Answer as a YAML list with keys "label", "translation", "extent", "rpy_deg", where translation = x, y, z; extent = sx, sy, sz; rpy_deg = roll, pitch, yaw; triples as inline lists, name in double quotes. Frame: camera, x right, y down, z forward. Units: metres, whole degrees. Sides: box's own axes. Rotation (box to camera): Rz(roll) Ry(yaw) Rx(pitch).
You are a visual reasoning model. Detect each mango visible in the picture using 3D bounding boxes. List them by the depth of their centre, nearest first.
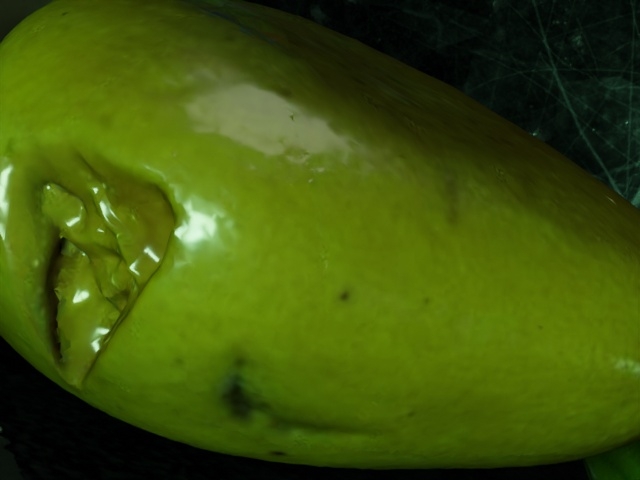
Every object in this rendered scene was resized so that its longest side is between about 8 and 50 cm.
- label: "mango"
  translation: [0.012, 0.000, 0.755]
  extent: [0.364, 0.182, 0.253]
  rpy_deg: [14, 19, -7]

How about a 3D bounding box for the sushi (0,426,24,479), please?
- label: "sushi"
  translation: [-0.186, 0.060, 0.490]
  extent: [0.264, 0.050, 0.290]
  rpy_deg: [16, 11, -27]

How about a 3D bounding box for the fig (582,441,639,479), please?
- label: "fig"
  translation: [0.180, 0.115, 0.829]
  extent: [0.117, 0.117, 0.177]
  rpy_deg: [22, 31, 6]

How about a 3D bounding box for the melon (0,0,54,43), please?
- label: "melon"
  translation: [-0.245, -0.144, 0.919]
  extent: [0.223, 0.223, 0.317]
  rpy_deg: [24, 12, 15]
